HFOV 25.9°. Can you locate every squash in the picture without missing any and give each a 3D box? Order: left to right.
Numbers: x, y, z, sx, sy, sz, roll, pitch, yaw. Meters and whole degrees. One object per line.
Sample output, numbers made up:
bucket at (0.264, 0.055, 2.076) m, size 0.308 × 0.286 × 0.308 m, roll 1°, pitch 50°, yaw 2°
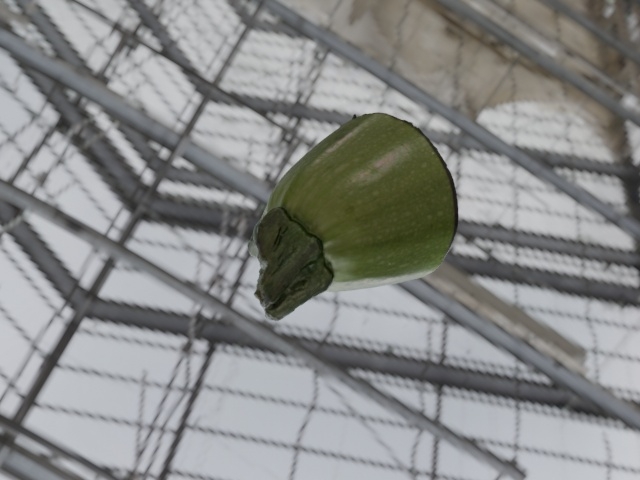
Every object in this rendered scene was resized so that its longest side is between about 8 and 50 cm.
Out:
squash at (-0.003, -0.006, 0.777) m, size 0.132 × 0.105 × 0.105 m, roll -24°, pitch -120°, yaw -43°
